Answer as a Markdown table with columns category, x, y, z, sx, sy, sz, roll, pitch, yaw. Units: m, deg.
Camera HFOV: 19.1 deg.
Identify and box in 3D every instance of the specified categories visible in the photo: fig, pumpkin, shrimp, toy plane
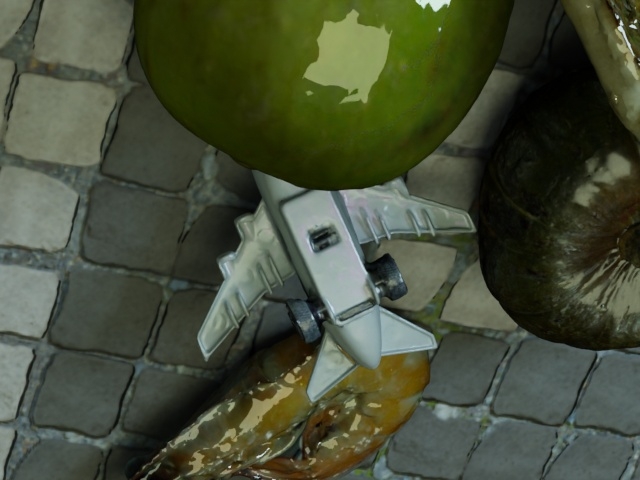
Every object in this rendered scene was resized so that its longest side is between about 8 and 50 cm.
| category | x | y | z | sx | sy | sz | roll | pitch | yaw |
| --- | --- | --- | --- | --- | --- | --- | --- | --- | --- |
| fig | 0.023 | -0.194 | 1.366 | 0.258 | 0.258 | 0.326 | 29 | 105 | -27 |
| pumpkin | 0.254 | -0.024 | 1.562 | 0.260 | 0.189 | 0.260 | -6 | 118 | -11 |
| shrimp | -0.041 | 0.173 | 1.672 | 0.317 | 0.062 | 0.164 | -31 | 123 | -1 |
| toy plane | 0.001 | 0.002 | 1.539 | 0.251 | 0.101 | 0.255 | -25 | 107 | -6 |

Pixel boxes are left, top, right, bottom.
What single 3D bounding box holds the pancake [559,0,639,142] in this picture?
| category | x | y | z | sx | sy | sz | roll | pitch | yaw |
| --- | --- | --- | --- | --- | --- | --- | --- | --- | --- |
| pancake | 0.255 | -0.187 | 1.402 | 0.065 | 0.356 | 0.356 | -22 | 128 | 34 |
